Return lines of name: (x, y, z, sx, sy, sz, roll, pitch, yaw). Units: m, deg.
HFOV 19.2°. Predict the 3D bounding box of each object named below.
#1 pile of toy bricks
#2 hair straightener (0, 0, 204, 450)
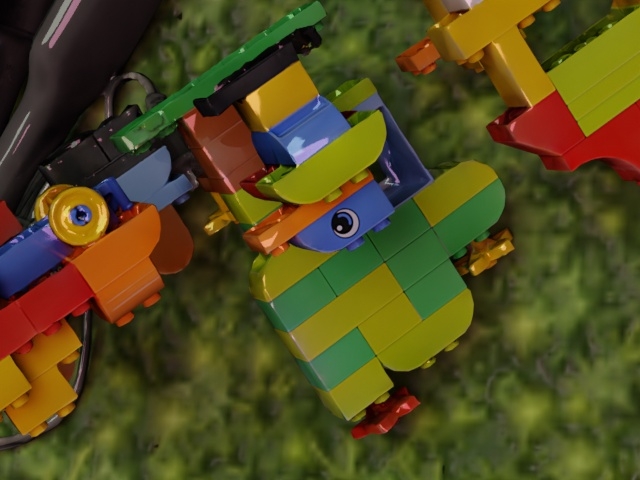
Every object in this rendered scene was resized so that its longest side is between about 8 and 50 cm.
pile of toy bricks: (0.000, 0.000, 0.487, 0.212, 0.118, 0.105, -35, 101, -11)
hair straightener: (-0.077, -0.029, 0.551, 0.089, 0.047, 0.230, 26, 90, 27)
